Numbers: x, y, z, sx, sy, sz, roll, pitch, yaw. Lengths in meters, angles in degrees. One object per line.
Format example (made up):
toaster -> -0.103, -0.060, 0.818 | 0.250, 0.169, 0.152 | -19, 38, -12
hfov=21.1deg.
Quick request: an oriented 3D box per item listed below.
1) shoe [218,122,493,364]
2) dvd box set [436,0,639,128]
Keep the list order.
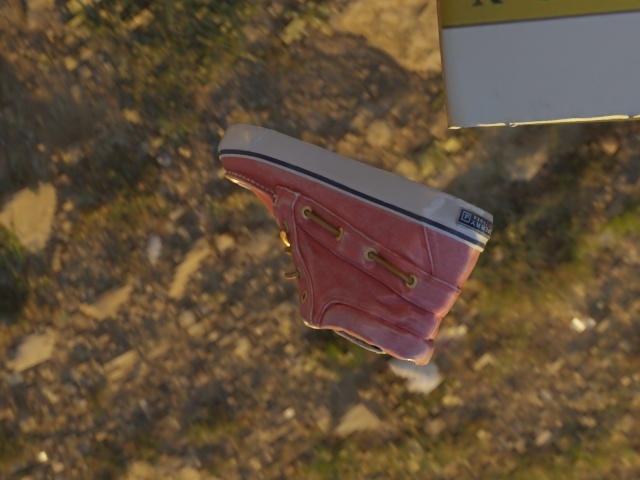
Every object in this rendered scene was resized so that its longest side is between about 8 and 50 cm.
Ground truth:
shoe -> 0.000, 0.000, 0.837 | 0.063, 0.178, 0.081 | 25, 87, -46
dvd box set -> 0.152, -0.235, 0.296 | 0.062, 0.307, 0.420 | -16, 103, -61
